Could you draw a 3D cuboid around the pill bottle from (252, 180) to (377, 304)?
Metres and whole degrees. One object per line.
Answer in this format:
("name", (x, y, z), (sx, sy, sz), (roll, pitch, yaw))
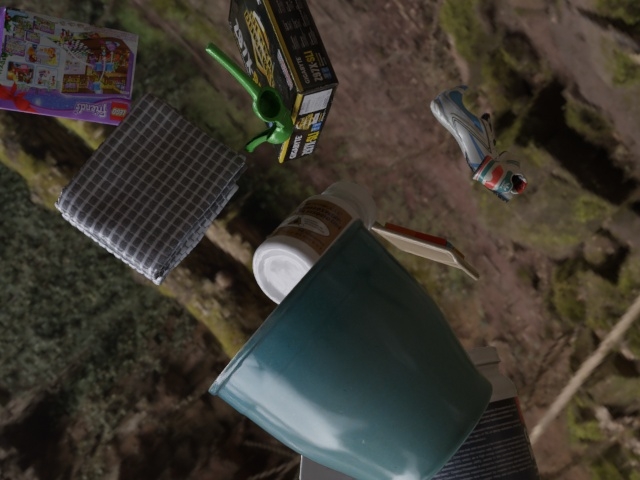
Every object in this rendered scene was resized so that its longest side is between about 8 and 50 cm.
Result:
("pill bottle", (0.000, 0.000, 1.493), (0.131, 0.131, 0.229), (48, -136, -6))

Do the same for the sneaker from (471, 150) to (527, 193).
("sneaker", (0.310, -0.104, 1.518), (0.075, 0.057, 0.161), (39, -157, 19))

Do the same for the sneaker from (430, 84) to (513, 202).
("sneaker", (0.294, -0.177, 1.685), (0.237, 0.086, 0.085), (56, -171, -7))

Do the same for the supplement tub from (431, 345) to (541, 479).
("supplement tub", (0.217, 0.310, 1.369), (0.191, 0.191, 0.272), (13, -119, -63))

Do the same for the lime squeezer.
("lime squeezer", (-0.097, -0.214, 1.476), (0.110, 0.059, 0.310), (35, 166, 19))

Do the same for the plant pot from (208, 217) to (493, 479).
("plant pot", (0.053, 0.156, 1.088), (0.255, 0.271, 0.271), (40, -163, 2))

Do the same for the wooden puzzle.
("wooden puzzle", (0.242, 0.013, 2.115), (0.238, 0.044, 0.221), (23, 176, 26))

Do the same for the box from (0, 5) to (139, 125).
("box", (-0.530, -0.355, 1.906), (0.293, 0.201, 0.057), (4, -174, -39))

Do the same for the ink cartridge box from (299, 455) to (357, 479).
("ink cartridge box", (0.089, 0.319, 1.687), (0.285, 0.166, 0.395), (59, -150, -54))

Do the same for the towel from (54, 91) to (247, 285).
("towel", (-0.293, -0.099, 1.625), (0.235, 0.284, 0.121), (33, 166, 8))

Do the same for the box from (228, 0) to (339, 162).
("box", (-0.074, -0.337, 1.620), (0.257, 0.079, 0.322), (112, 140, -68))
